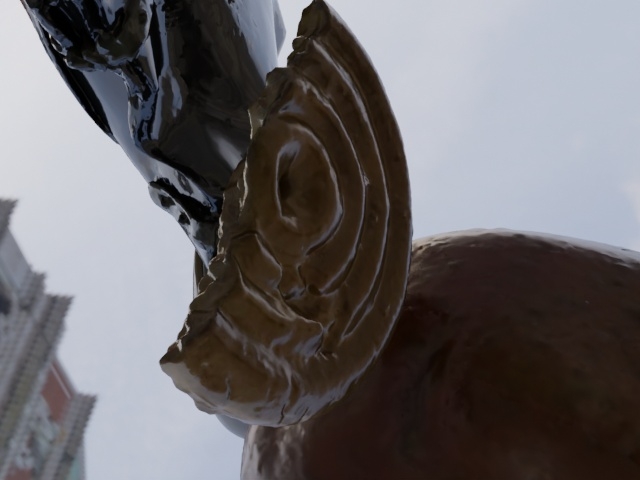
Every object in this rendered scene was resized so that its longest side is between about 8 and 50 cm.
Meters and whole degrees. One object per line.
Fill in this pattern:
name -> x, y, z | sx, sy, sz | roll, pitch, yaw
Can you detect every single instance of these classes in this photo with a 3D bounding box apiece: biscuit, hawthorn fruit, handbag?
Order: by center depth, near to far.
biscuit -> 0.001, 0.000, 0.667 | 0.033, 0.144, 0.224 | -8, -133, 37
handbag -> -0.113, -0.142, 0.882 | 0.152, 0.342, 0.288 | -24, -138, 9
hawthorn fruit -> 0.128, 0.157, 1.002 | 0.403, 0.403, 0.403 | -5, -128, 7

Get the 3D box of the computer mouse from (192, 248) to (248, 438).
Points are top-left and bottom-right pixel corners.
computer mouse -> -0.036, 0.071, 1.177 | 0.145, 0.236, 0.082 | -1, -160, 0
